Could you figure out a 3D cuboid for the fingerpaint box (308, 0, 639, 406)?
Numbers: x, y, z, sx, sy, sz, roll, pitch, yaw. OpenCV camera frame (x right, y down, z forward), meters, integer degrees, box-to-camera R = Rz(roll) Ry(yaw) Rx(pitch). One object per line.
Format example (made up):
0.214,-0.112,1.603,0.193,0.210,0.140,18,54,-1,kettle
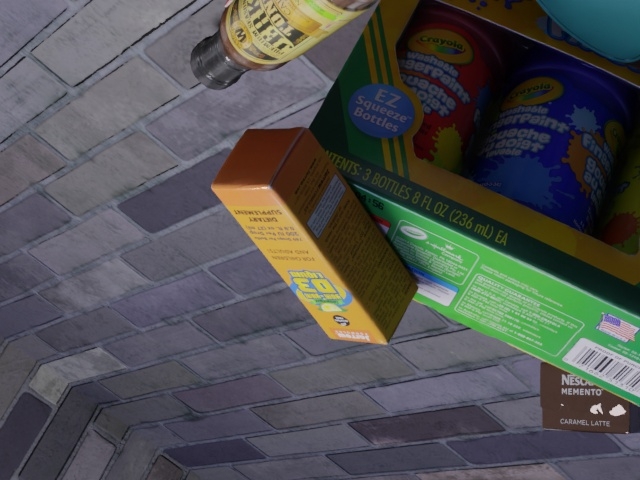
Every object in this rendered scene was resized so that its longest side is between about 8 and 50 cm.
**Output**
0.232,-0.090,1.193,0.445,0.371,0.163,26,149,4,fingerpaint box

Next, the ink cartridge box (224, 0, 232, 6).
-0.064,-0.367,1.231,0.078,0.134,0.231,33,148,-12,ink cartridge box

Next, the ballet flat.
0.353,-0.221,1.137,0.342,0.124,0.116,30,139,0,ballet flat

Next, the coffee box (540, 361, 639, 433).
0.443,0.228,1.668,0.141,0.098,0.247,-6,170,41,coffee box

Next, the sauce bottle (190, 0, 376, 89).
-0.048,-0.270,1.390,0.111,0.111,0.344,38,147,-18,sauce bottle

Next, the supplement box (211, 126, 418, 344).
0.000,0.000,1.071,0.078,0.080,0.233,1,143,40,supplement box
